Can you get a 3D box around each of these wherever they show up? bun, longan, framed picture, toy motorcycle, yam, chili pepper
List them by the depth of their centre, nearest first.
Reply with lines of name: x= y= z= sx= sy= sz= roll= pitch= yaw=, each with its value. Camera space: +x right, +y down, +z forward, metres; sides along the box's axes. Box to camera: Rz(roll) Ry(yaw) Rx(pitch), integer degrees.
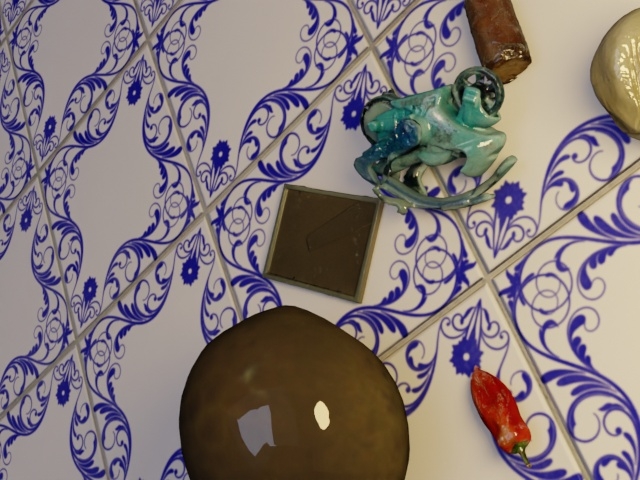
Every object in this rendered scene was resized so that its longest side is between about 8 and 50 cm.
bun: x=0.434 y=-0.211 z=1.263 sx=0.113 sy=0.167 sz=0.173 roll=130 pitch=159 yaw=-85
chili pepper: x=0.258 y=0.251 z=1.376 sx=0.059 sy=0.050 sz=0.191 roll=-53 pitch=37 yaw=26
longan: x=-0.045 y=0.289 z=1.472 sx=0.404 sy=0.336 sz=0.404 roll=50 pitch=152 yaw=38
yam: x=0.271 y=-0.316 z=1.479 sx=0.079 sy=0.079 sz=0.141 roll=-32 pitch=59 yaw=35
toy motorcycle: x=0.179 y=-0.147 z=1.491 sx=0.260 sy=0.154 sz=0.206 roll=-9 pitch=97 yaw=39
framed picture: x=0.000 y=0.000 z=1.710 sx=0.250 sy=0.016 sz=0.184 roll=11 pitch=88 yaw=45
